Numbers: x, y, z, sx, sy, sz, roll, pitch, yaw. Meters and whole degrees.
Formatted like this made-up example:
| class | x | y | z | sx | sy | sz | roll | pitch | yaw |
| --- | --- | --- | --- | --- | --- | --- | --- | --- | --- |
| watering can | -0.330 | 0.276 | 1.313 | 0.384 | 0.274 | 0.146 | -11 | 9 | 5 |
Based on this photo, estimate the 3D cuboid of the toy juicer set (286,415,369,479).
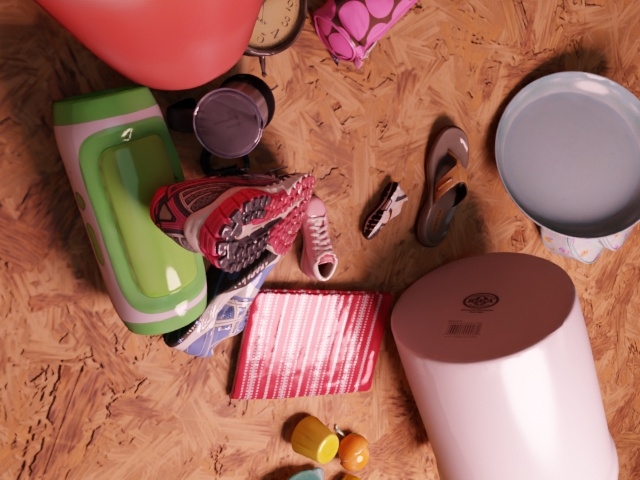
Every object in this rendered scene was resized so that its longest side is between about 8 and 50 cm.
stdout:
| class | x | y | z | sx | sy | sz | roll | pitch | yaw |
| --- | --- | --- | --- | --- | --- | --- | --- | --- | --- |
| toy juicer set | -0.016 | 0.487 | 1.010 | 0.209 | 0.089 | 0.329 | 25 | 83 | -46 |

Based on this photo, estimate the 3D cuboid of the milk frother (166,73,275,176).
| class | x | y | z | sx | sy | sz | roll | pitch | yaw |
| --- | --- | --- | --- | --- | --- | --- | --- | --- | --- |
| milk frother | -0.118 | -0.131 | 0.726 | 0.129 | 0.135 | 0.143 | -15 | 112 | 9 |

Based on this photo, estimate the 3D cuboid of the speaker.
| class | x | y | z | sx | sy | sz | roll | pitch | yaw |
| --- | --- | --- | --- | --- | --- | --- | --- | --- | --- |
| speaker | -0.231 | -0.036 | 0.698 | 0.131 | 0.131 | 0.297 | -20 | 114 | -23 |

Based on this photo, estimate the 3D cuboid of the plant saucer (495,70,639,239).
| class | x | y | z | sx | sy | sz | roll | pitch | yaw |
| --- | --- | --- | --- | --- | --- | --- | --- | --- | --- |
| plant saucer | 0.472 | -0.156 | 1.028 | 0.317 | 0.044 | 0.318 | 0 | 81 | -3 |

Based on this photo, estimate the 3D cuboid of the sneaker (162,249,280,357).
| class | x | y | z | sx | sy | sz | roll | pitch | yaw |
| --- | --- | --- | --- | --- | --- | --- | --- | --- | --- |
| sneaker | -0.136 | 0.085 | 0.825 | 0.211 | 0.080 | 0.081 | -45 | 131 | -2 |

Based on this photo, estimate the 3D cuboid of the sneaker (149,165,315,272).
| class | x | y | z | sx | sy | sz | roll | pitch | yaw |
| --- | --- | --- | --- | --- | --- | --- | --- | --- | --- |
| sneaker | -0.093 | -0.047 | 0.721 | 0.121 | 0.112 | 0.299 | -70 | 164 | 12 |

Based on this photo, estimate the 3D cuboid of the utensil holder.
| class | x | y | z | sx | sy | sz | roll | pitch | yaw |
| --- | --- | --- | --- | --- | --- | --- | --- | --- | --- |
| utensil holder | 0.325 | 0.259 | 0.992 | 0.327 | 0.327 | 0.386 | -30 | 115 | -19 |

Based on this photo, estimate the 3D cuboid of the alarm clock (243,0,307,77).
| class | x | y | z | sx | sy | sz | roll | pitch | yaw |
| --- | --- | --- | --- | --- | --- | --- | --- | --- | --- |
| alarm clock | -0.077 | -0.328 | 0.732 | 0.129 | 0.064 | 0.192 | 27 | 93 | -33 |

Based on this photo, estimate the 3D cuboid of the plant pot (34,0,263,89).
| class | x | y | z | sx | sy | sz | roll | pitch | yaw |
| --- | --- | --- | --- | --- | --- | --- | --- | --- | --- |
| plant pot | -0.165 | -0.287 | 0.538 | 0.274 | 0.243 | 0.275 | 1 | 81 | -5 |

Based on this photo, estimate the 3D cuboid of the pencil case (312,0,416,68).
| class | x | y | z | sx | sy | sz | roll | pitch | yaw |
| --- | --- | --- | --- | --- | --- | --- | --- | --- | --- |
| pencil case | 0.087 | -0.351 | 0.804 | 0.098 | 0.095 | 0.209 | 43 | 83 | 3 |

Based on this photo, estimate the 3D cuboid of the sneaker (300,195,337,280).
| class | x | y | z | sx | sy | sz | roll | pitch | yaw |
| --- | --- | --- | --- | --- | --- | --- | --- | --- | --- |
| sneaker | 0.000 | 0.000 | 0.873 | 0.050 | 0.070 | 0.134 | -6 | 107 | -26 |

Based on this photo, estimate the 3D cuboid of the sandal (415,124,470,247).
| class | x | y | z | sx | sy | sz | roll | pitch | yaw |
| --- | --- | --- | --- | --- | --- | --- | --- | --- | --- |
| sandal | 0.223 | -0.089 | 0.977 | 0.090 | 0.060 | 0.220 | 7 | 101 | -31 |

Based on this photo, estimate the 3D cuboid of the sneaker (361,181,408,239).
| class | x | y | z | sx | sy | sz | roll | pitch | yaw |
| --- | --- | --- | --- | --- | --- | --- | --- | --- | --- |
| sneaker | 0.111 | -0.044 | 0.940 | 0.043 | 0.040 | 0.109 | 37 | 85 | -35 |

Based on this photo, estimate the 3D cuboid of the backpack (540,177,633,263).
| class | x | y | z | sx | sy | sz | roll | pitch | yaw |
| --- | --- | --- | --- | --- | --- | --- | --- | --- | --- |
| backpack | 0.542 | -0.048 | 1.126 | 0.166 | 0.144 | 0.188 | 38 | 87 | -38 |

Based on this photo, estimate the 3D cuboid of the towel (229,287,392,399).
| class | x | y | z | sx | sy | sz | roll | pitch | yaw |
| --- | --- | --- | --- | --- | --- | --- | --- | --- | --- |
| towel | -0.009 | 0.174 | 0.945 | 0.274 | 0.031 | 0.199 | 5 | 104 | -29 |
